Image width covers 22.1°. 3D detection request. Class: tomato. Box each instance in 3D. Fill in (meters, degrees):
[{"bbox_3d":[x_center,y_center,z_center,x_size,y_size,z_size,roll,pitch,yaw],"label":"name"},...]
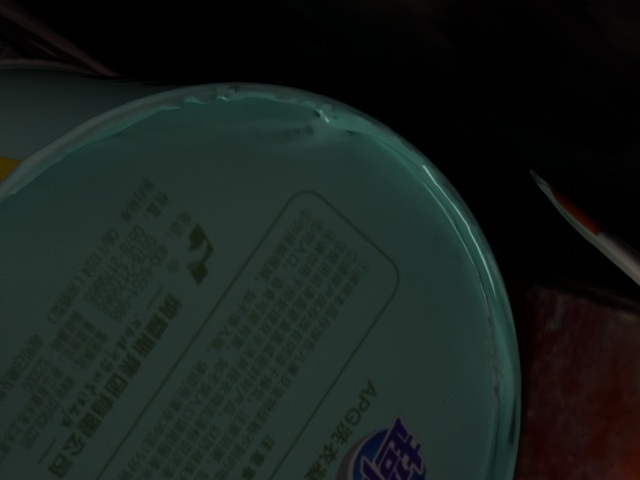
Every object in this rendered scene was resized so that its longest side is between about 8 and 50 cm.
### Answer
[{"bbox_3d":[0.162,0.135,0.769,0.309,0.170,0.309,27,172,4],"label":"tomato"}]

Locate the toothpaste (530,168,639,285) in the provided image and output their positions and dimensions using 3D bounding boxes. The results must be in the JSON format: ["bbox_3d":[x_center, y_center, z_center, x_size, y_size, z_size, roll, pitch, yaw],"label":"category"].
[{"bbox_3d":[0.173,0.037,0.503,0.075,0.048,0.301,-1,-163,-31],"label":"toothpaste"}]

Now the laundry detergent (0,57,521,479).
[{"bbox_3d":[-0.112,0.062,0.759,0.287,0.287,0.305,31,171,-31],"label":"laundry detergent"}]

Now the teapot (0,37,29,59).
[{"bbox_3d":[-0.226,-0.079,1.030,0.087,0.096,0.177,25,174,19],"label":"teapot"}]
